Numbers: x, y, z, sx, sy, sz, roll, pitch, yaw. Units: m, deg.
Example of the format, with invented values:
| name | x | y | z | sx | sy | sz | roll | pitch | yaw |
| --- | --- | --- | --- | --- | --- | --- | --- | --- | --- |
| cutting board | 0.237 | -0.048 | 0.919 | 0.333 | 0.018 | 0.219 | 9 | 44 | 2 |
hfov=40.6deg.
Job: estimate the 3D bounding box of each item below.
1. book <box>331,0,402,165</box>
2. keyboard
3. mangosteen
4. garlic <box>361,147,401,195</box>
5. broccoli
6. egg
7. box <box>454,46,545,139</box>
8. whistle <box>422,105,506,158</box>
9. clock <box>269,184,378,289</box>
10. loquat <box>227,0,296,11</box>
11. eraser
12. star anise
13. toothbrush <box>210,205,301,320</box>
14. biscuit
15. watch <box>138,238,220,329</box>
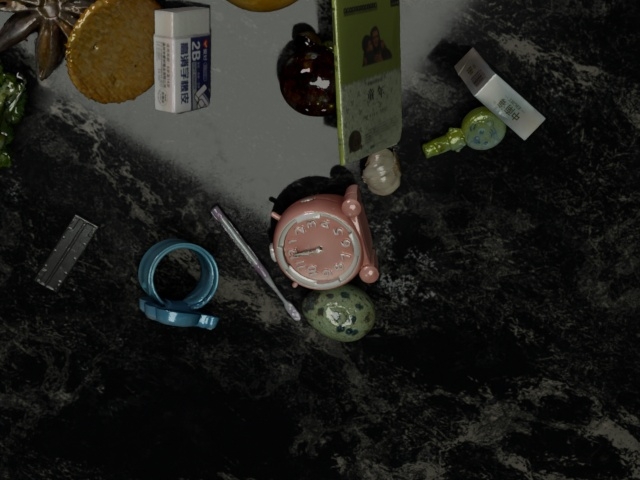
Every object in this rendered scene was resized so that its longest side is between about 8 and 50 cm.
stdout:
| name | x | y | z | sx | sy | sz | roll | pitch | yaw |
| --- | --- | --- | --- | --- | --- | --- | --- | --- | --- |
| book | 0.102 | -0.350 | 1.848 | 0.035 | 0.239 | 0.352 | 12 | 116 | 34 |
| keyboard | -0.598 | 0.030 | 2.030 | 0.067 | 0.011 | 0.202 | 31 | 105 | -18 |
| mangosteen | -0.009 | -0.358 | 1.867 | 0.172 | 0.172 | 0.184 | -10 | 84 | -2 |
| garlic | 0.140 | -0.156 | 1.997 | 0.094 | 0.074 | 0.113 | -14 | 105 | 6 |
| broccoli | -0.747 | -0.237 | 1.762 | 0.321 | 0.283 | 0.304 | -12 | 130 | -33 |
| egg | 0.044 | 0.169 | 2.080 | 0.181 | 0.141 | 0.141 | 14 | 109 | -4 |
| box | 0.381 | -0.320 | 1.866 | 0.155 | 0.243 | 0.067 | 39 | 108 | -17 |
| whistle | 0.331 | -0.243 | 1.999 | 0.198 | 0.057 | 0.104 | -20 | 128 | 11 |
| clock | 0.000 | 0.000 | 2.020 | 0.241 | 0.142 | 0.227 | -13 | 112 | 10 |
| loquat | -0.119 | -0.585 | 1.709 | 0.263 | 0.263 | 0.263 | -2 | 112 | -5 |
| eraser | -0.291 | -0.384 | 1.837 | 0.068 | 0.124 | 0.210 | 16 | 115 | 31 |
| star anise | -0.552 | -0.491 | 1.775 | 0.331 | 0.117 | 0.332 | -5 | 116 | -12 |
| toothbrush | -0.151 | 0.057 | 2.079 | 0.024 | 0.029 | 0.354 | -34 | 109 | 5 |
| biscuit | -0.415 | -0.398 | 1.797 | 0.254 | 0.035 | 0.254 | -30 | 142 | -26 |
| watch | -0.323 | 0.098 | 2.011 | 0.211 | 0.211 | 0.193 | 10 | 92 | -10 |
